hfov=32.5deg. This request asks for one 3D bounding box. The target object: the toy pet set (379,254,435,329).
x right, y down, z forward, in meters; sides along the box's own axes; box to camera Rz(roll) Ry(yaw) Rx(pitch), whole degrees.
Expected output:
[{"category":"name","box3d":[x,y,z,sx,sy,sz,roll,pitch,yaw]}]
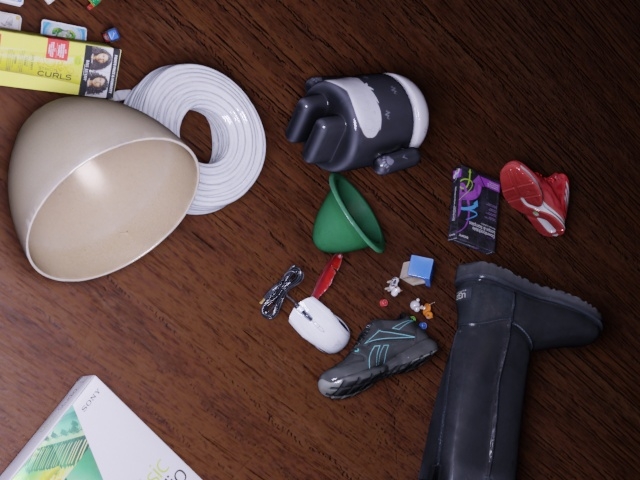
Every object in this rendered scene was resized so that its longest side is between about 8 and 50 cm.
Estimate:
[{"category":"toy pet set","box3d":[0.190,0.096,2.114,0.122,0.065,0.114,30,64,-30]}]

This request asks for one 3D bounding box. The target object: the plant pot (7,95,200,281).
[{"category":"plant pot","box3d":[-0.349,-0.105,1.638,0.284,0.284,0.191,-15,55,-39]}]

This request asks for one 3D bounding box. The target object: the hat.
[{"category":"hat","box3d":[0.000,0.000,2.017,0.173,0.183,0.208,51,17,-18]}]

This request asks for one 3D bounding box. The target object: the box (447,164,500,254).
[{"category":"box","box3d":[0.319,-0.062,2.272,0.116,0.029,0.162,18,71,-34]}]

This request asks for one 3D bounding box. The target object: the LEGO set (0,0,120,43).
[{"category":"LEGO set","box3d":[-0.437,-0.388,1.757,0.244,0.060,0.182,6,87,-34]}]

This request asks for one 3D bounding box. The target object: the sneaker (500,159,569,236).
[{"category":"sneaker","box3d":[0.467,-0.120,2.379,0.221,0.087,0.128,51,45,-33]}]

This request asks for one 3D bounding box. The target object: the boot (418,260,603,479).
[{"category":"boot","box3d":[0.387,0.309,2.166,0.367,0.146,0.445,21,64,-23]}]

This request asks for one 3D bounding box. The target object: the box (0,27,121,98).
[{"category":"box","box3d":[-0.430,-0.277,1.699,0.232,0.058,0.087,4,105,-37]}]

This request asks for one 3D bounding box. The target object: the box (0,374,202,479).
[{"category":"box","box3d":[-0.313,0.395,1.664,0.322,0.058,0.232,48,56,-19]}]

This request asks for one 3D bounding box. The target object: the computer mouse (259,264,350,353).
[{"category":"computer mouse","box3d":[-0.014,0.137,1.939,0.193,0.042,0.106,41,91,-25]}]

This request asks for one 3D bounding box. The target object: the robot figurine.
[{"category":"robot figurine","box3d":[0.071,-0.216,2.024,0.278,0.173,0.209,-15,93,-39]}]

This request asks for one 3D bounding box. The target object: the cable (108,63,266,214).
[{"category":"cable","box3d":[-0.211,-0.174,1.844,0.257,0.089,0.257,-35,102,-37]}]

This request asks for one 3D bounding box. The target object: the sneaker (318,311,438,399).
[{"category":"sneaker","box3d":[0.091,0.211,2.012,0.267,0.101,0.106,-17,69,-38]}]
